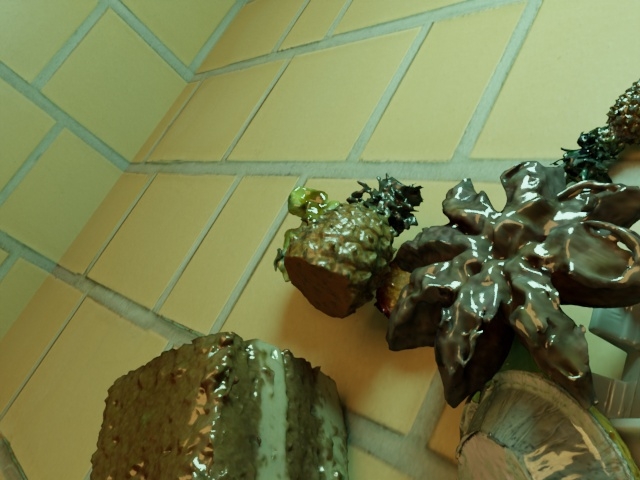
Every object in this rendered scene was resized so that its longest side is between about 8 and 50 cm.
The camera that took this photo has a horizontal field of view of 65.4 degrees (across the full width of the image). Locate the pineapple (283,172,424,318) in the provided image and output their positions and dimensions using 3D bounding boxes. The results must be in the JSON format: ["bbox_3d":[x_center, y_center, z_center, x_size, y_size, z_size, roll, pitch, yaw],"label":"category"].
[{"bbox_3d":[0.076,-0.012,0.785,0.158,0.157,0.279,10,44,47],"label":"pineapple"}]

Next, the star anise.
[{"bbox_3d":[0.203,0.026,0.544,0.332,0.117,0.331,-24,35,18],"label":"star anise"}]

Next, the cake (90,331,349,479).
[{"bbox_3d":[-0.134,0.305,0.695,0.282,0.290,0.255,-28,41,24],"label":"cake"}]

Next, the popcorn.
[{"bbox_3d":[0.000,0.000,0.921,0.198,0.212,0.198,-19,10,3],"label":"popcorn"}]

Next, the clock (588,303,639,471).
[{"bbox_3d":[0.351,0.109,0.461,0.116,0.231,0.262,23,70,6],"label":"clock"}]

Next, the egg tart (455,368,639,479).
[{"bbox_3d":[0.210,0.249,0.499,0.234,0.095,0.233,176,90,-66],"label":"egg tart"}]

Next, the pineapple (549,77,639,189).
[{"bbox_3d":[0.447,-0.162,0.723,0.221,0.083,0.103,-44,37,8],"label":"pineapple"}]

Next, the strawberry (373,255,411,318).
[{"bbox_3d":[0.158,0.079,0.781,0.145,0.086,0.145,-27,40,25],"label":"strawberry"}]

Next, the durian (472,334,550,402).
[{"bbox_3d":[0.221,0.111,0.649,0.139,0.101,0.249,-15,69,1],"label":"durian"}]
